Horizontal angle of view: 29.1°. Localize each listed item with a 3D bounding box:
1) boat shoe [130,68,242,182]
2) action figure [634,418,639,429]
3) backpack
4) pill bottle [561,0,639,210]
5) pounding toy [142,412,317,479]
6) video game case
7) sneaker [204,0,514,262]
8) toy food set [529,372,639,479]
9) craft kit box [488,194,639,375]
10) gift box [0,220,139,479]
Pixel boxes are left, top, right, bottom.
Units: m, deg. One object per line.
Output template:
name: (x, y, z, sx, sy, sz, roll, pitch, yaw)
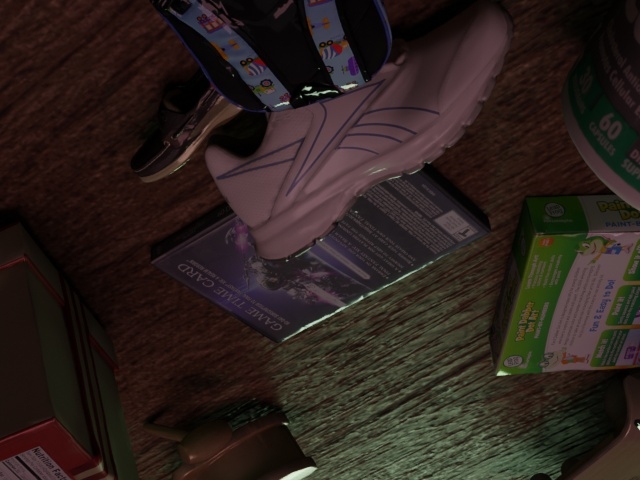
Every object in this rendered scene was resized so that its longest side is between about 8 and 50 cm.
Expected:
boat shoe: (-0.113, -0.109, 1.036, 0.152, 0.056, 0.049, -40, 126, 22)
action figure: (0.458, 0.125, 1.292, 0.285, 0.099, 0.185, -48, 147, -10)
backpack: (-0.031, -0.182, 0.899, 0.158, 0.117, 0.173, -18, 139, 14)
pill bottle: (0.341, -0.186, 0.876, 0.204, 0.204, 0.361, 9, 138, -18)
pounding toy: (-0.111, 0.258, 1.474, 0.154, 0.155, 0.269, -25, 157, -23)
video game case: (0.000, 0.000, 1.204, 0.274, 0.026, 0.196, -28, 136, 27)
sneaker: (0.027, -0.104, 1.014, 0.297, 0.111, 0.129, -37, 106, 18)
toy food set: (0.376, 0.258, 1.540, 0.219, 0.092, 0.306, 3, 143, -30)
craft kit box: (0.316, 0.049, 1.285, 0.246, 0.061, 0.250, -4, 141, -7)
gift box: (-0.344, 0.153, 1.157, 0.276, 0.258, 0.255, -19, 142, -2)
